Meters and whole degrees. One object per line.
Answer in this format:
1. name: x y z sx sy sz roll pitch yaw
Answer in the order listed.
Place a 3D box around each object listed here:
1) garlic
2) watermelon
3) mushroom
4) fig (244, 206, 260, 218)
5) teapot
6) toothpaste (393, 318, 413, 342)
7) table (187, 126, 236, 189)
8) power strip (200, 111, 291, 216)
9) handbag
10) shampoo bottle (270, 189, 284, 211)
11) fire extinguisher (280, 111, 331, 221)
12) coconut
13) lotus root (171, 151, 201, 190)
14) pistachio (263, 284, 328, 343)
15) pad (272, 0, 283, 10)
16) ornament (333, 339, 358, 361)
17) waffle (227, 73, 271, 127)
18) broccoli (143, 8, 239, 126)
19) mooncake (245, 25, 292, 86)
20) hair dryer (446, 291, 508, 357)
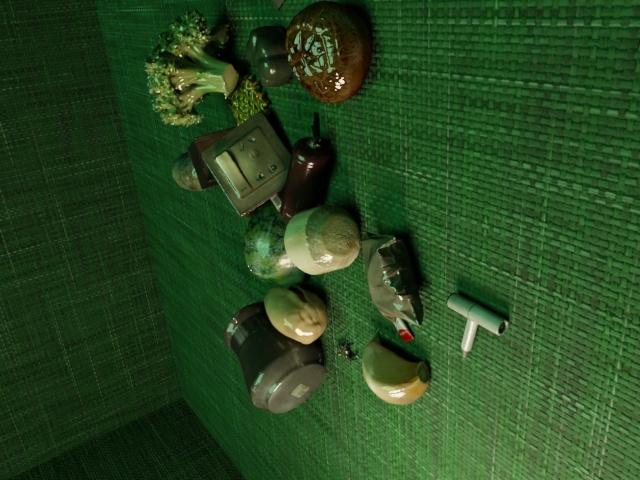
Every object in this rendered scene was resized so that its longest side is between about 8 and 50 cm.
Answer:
1. garlic: 0.207 0.377 1.650 0.245 0.145 0.164 32 101 49
2. watermelon: -0.153 0.005 1.990 0.224 0.180 0.305 -1 108 12
3. mushroom: 0.017 -0.463 1.422 0.253 0.153 0.253 34 140 34
4. fig: -0.251 -0.109 2.142 0.125 0.089 0.089 42 146 2
5. teapot: -0.165 0.431 2.130 0.362 0.305 0.376 47 -179 35
6. toothpaste: 0.205 0.201 1.622 0.190 0.031 0.048 61 146 9
7. table: -0.368 -0.301 2.094 0.193 0.173 0.169 -10 99 70
8. power strip: -0.223 -0.247 1.863 0.257 0.251 0.092 57 180 3
9. handbag: 0.190 0.097 1.498 0.182 0.117 0.270 175 77 -73
10. shampoo bottle: -0.167 -0.199 1.932 0.056 0.086 0.227 -44 68 28
11. fire extinguisher: -0.042 -0.206 1.702 0.337 0.114 0.135 107 160 -47
12. coconut: 0.000 0.000 1.667 0.222 0.202 0.202 -12 97 58
13. lotus root: -0.503 -0.291 2.343 0.350 0.175 0.175 4 111 54
14. pistachio: -0.087 0.251 1.969 0.299 0.188 0.187 24 128 63
15. pad: -0.103 -0.740 1.586 0.188 0.006 0.113 -28 82 58
16. ornament: 0.082 0.376 1.926 0.125 0.028 0.073 -35 77 57
17. waffle: -0.240 -0.441 1.944 0.231 0.051 0.228 -39 71 58
18. broccoli: -0.435 -0.585 1.930 0.277 0.318 0.338 45 -142 -58
19. mooncake: -0.154 -0.544 1.693 0.175 0.104 0.168 42 146 44
20. hair dryer: 0.372 0.230 1.365 0.155 0.044 0.183 31 137 49
